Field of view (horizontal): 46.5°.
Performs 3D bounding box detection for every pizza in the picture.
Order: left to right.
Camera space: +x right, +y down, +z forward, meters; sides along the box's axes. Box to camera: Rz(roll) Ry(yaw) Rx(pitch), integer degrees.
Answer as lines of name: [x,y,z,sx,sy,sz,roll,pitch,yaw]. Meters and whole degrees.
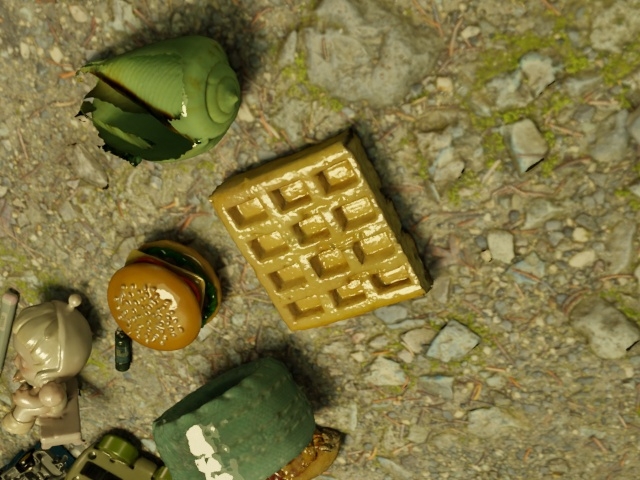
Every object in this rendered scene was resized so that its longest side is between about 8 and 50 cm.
pizza: [-0.073,0.364,1.227,0.246,0.058,0.127,-9,116,21]

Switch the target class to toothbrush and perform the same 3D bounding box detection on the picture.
toothbrush: [-0.576,0.214,1.324,0.025,0.030,0.342,26,123,-3]

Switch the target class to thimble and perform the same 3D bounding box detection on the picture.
thimble: [-0.124,0.276,1.106,0.235,0.198,0.143,-28,94,-11]

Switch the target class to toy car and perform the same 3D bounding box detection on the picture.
toy car: [-0.550,0.450,1.424,0.191,0.100,0.097,-34,105,11]
toy car: [-0.360,0.481,1.366,0.235,0.145,0.235,18,143,14]

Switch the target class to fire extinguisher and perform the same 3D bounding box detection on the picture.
fire extinguisher: [-0.326,0.175,1.219,0.038,0.025,0.083,30,128,28]

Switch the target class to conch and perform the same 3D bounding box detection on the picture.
conch: [-0.206,-0.163,0.900,0.250,0.137,0.144,-7,99,18]

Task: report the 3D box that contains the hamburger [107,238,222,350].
hamburger: [-0.223,0.079,1.071,0.161,0.115,0.162,8,120,14]

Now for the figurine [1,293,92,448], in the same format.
figurine: [-0.430,0.202,1.195,0.144,0.182,0.257,11,122,-6]

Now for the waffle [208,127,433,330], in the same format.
waffle: [0.000,0.000,0.984,0.221,0.055,0.248,-20,112,27]
